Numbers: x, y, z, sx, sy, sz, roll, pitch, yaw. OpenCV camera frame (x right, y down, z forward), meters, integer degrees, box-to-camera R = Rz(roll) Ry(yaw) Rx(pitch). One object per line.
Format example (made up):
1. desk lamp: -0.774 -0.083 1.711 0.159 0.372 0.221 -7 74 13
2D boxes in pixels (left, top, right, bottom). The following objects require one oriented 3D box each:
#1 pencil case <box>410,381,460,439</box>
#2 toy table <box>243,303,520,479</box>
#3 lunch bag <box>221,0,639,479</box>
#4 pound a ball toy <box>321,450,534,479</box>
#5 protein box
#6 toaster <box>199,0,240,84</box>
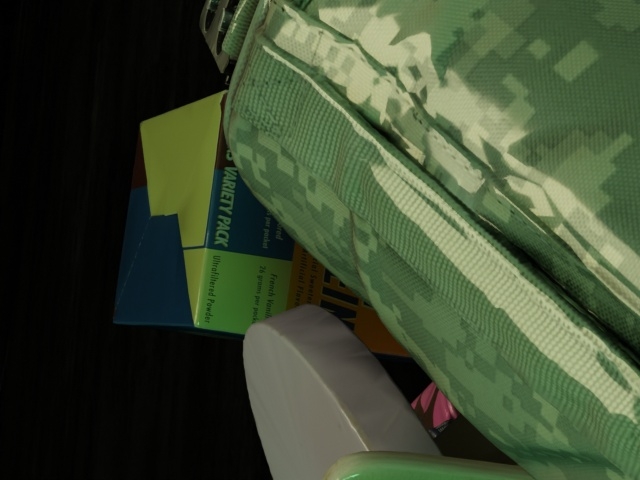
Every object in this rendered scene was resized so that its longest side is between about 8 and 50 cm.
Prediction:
1. pencil case: 0.069 0.142 1.066 0.209 0.095 0.098 -57 46 54
2. toy table: 0.095 0.124 0.785 0.252 0.161 0.274 106 143 -62
3. lunch bag: 0.146 0.011 0.520 0.305 0.256 0.212 46 131 33
4. pound a ball toy: 0.112 0.183 0.569 0.208 0.319 0.136 -119 41 -60
5. protein box: 0.000 0.000 1.144 0.200 0.201 0.136 175 103 -70
6. toaster: 0.022 -0.148 1.214 0.168 0.186 0.110 -114 39 -70
